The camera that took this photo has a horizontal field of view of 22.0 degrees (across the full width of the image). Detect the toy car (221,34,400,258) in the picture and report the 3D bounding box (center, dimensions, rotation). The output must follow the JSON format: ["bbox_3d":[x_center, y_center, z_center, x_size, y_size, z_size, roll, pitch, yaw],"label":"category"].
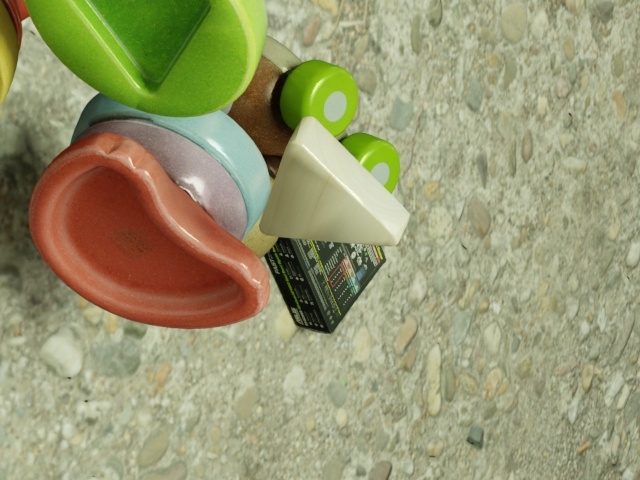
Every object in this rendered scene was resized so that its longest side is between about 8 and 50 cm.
[{"bbox_3d":[-0.069,-0.039,1.144,0.188,0.155,0.149,-51,136,-16],"label":"toy car"}]

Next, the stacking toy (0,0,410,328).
[{"bbox_3d":[-0.096,-0.102,0.953,0.309,0.279,0.130,51,46,-29],"label":"stacking toy"}]

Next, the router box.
[{"bbox_3d":[0.000,0.000,1.325,0.092,0.038,0.122,-51,135,-33],"label":"router box"}]
